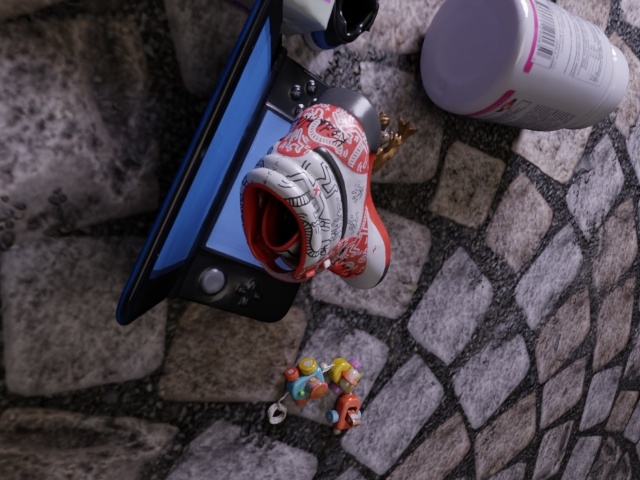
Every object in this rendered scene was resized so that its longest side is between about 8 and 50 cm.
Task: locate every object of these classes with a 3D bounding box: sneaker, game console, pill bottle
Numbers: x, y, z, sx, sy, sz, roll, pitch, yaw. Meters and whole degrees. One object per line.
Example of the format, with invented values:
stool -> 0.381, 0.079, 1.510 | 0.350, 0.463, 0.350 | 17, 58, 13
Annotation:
sneaker -> -0.001, -0.001, 0.475 | 0.145, 0.090, 0.270 | -51, 150, -29
game console -> -0.046, -0.046, 0.478 | 0.250, 0.173, 0.293 | 25, 91, -37
pill bottle -> 0.291, -0.237, 0.655 | 0.283, 0.160, 0.160 | 0, 105, -34
sneaker -> 0.038, -0.283, 0.514 | 0.058, 0.085, 0.152 | 22, 92, -37

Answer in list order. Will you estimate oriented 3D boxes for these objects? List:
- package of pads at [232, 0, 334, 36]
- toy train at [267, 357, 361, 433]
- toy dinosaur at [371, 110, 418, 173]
package of pads -> -0.086, -0.353, 0.397 | 0.297, 0.101, 0.229 | 16, 96, -37
toy train -> 0.012, 0.232, 0.684 | 0.166, 0.046, 0.125 | 17, 95, -37
toy dinosaur -> 0.054, -0.096, 0.566 | 0.112, 0.064, 0.211 | -50, 167, -11
